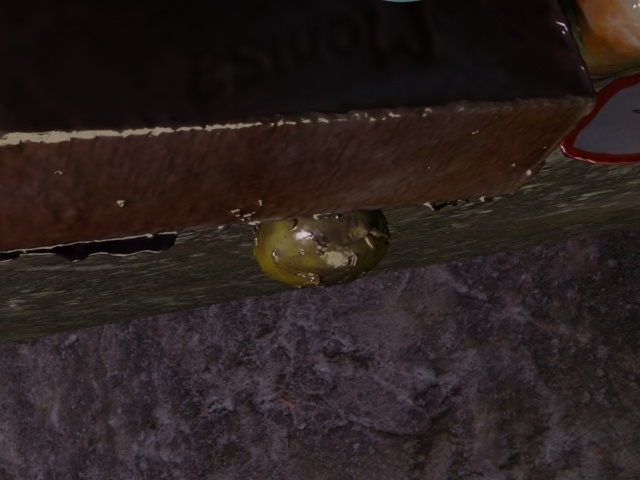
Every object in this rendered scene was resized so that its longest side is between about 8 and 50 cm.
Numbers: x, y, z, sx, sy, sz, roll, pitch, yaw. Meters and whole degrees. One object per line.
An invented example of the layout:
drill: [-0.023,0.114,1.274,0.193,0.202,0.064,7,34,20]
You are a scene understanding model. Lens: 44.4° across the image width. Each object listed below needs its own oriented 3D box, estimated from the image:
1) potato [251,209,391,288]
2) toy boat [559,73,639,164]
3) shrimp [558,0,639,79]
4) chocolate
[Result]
potato: [0.000,0.000,0.870,0.149,0.113,0.251,-12,171,-13]
toy boat: [0.303,-0.115,0.500,0.219,0.071,0.318,-20,179,-28]
shrimp: [0.233,-0.138,0.376,0.164,0.062,0.317,-15,178,-21]
chocolate: [-0.024,-0.069,0.388,0.321,0.111,0.112,-7,164,-20]
